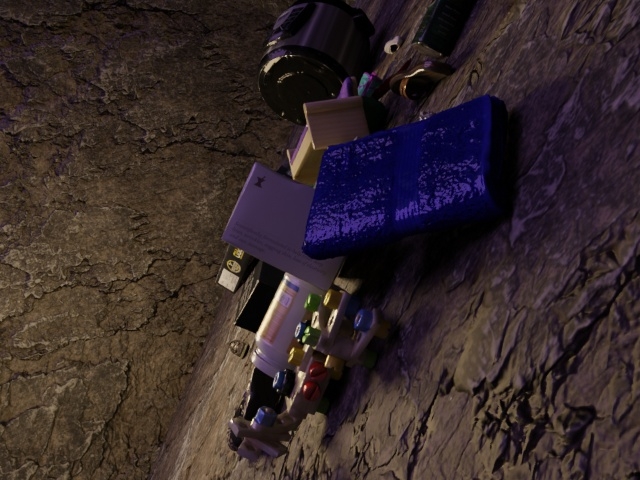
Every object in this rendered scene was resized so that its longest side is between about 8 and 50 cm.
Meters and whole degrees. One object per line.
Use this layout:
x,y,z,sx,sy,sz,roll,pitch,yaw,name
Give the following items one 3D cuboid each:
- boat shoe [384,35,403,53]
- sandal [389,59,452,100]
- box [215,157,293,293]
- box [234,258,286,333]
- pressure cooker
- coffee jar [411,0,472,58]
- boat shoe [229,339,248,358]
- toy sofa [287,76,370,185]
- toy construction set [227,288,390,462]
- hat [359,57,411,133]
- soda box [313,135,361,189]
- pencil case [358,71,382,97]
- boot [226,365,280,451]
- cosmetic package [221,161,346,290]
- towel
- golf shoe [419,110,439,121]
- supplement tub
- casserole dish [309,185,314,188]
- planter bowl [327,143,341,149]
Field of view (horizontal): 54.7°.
0.220,-0.588,1.887,0.035,0.035,0.100,-65,18,-12,boat shoe
0.214,-0.335,1.339,0.219,0.089,0.060,-174,87,-70,sandal
-0.200,-0.046,2.087,0.318,0.097,0.395,-56,-5,-47,box
-0.177,0.145,1.960,0.261,0.103,0.184,-87,22,-62,box
-0.015,-0.675,2.271,0.376,0.369,0.421,103,-175,-58,pressure cooker
0.274,-0.497,1.352,0.184,0.079,0.096,-64,9,9,coffee jar
-0.281,0.364,2.088,0.056,0.049,0.152,-68,13,-15,boat shoe
0.006,-0.279,1.643,0.362,0.150,0.177,133,125,-76,toy sofa
-0.015,0.224,1.033,0.328,0.151,0.215,-53,13,4,toy construction set
0.162,-0.344,1.669,0.208,0.183,0.173,103,153,-63,hat
0.067,-0.151,1.506,0.091,0.098,0.286,-68,13,-16,soda box
0.130,-0.432,1.881,0.070,0.064,0.152,44,-110,-86,pencil case
-0.148,0.368,1.432,0.178,0.085,0.236,128,162,-56,boot
-0.035,-0.025,1.219,0.156,0.217,0.385,-64,-5,3,cosmetic package
0.117,-0.095,0.903,0.308,0.076,0.228,-16,41,32,towel
0.212,-0.174,1.063,0.176,0.069,0.086,-102,18,-75,golf shoe
-0.040,0.168,1.215,0.200,0.144,0.144,-64,12,3,supplement tub
-0.009,-0.215,1.883,0.037,0.188,0.114,15,79,37,casserole dish
0.094,-0.142,1.287,0.162,0.162,0.109,-119,29,-75,planter bowl
